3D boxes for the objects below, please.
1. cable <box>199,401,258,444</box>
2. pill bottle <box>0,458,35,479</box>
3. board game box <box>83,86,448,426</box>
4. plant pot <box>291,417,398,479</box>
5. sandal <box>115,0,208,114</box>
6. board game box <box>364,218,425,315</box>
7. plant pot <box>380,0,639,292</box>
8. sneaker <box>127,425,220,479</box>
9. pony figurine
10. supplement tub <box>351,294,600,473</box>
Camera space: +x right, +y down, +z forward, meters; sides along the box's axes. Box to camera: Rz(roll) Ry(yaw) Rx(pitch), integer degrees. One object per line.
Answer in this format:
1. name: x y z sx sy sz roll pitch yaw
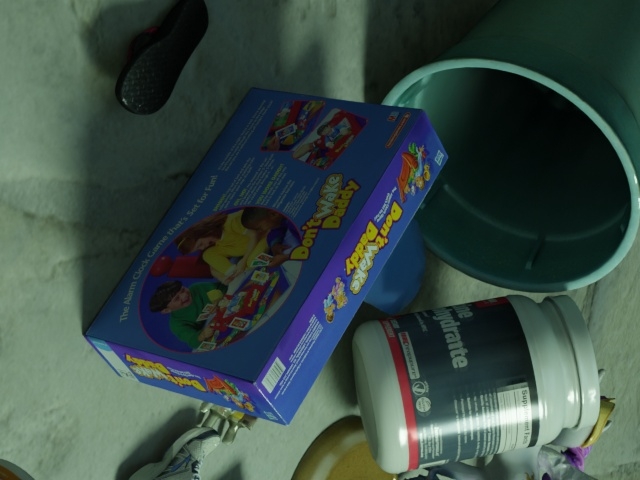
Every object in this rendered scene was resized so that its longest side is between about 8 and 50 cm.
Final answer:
1. cable: -0.044 0.096 1.752 0.287 0.072 0.139 -59 158 -19
2. pill bottle: -0.343 0.299 1.387 0.216 0.121 0.121 -36 127 -42
3. board game box: -0.053 0.004 1.593 0.347 0.233 0.078 -58 138 -24
4. plant pot: 0.033 0.345 1.979 0.236 0.032 0.236 -20 116 -48
5. sandal: -0.165 -0.186 1.561 0.179 0.040 0.067 -61 149 -44
6. board game box: 0.054 0.014 1.897 0.169 0.033 0.133 28 64 -30
7. plant pot: 0.289 -0.168 1.946 0.334 0.341 0.341 -52 137 -41
8. sneaker: -0.149 0.255 1.678 0.135 0.058 0.052 -38 149 -37
9. pony figurine: 0.273 0.324 2.134 0.363 0.303 0.351 17 77 -39
10. supplement tub: 0.186 0.171 1.903 0.272 0.191 0.191 -10 115 -6
